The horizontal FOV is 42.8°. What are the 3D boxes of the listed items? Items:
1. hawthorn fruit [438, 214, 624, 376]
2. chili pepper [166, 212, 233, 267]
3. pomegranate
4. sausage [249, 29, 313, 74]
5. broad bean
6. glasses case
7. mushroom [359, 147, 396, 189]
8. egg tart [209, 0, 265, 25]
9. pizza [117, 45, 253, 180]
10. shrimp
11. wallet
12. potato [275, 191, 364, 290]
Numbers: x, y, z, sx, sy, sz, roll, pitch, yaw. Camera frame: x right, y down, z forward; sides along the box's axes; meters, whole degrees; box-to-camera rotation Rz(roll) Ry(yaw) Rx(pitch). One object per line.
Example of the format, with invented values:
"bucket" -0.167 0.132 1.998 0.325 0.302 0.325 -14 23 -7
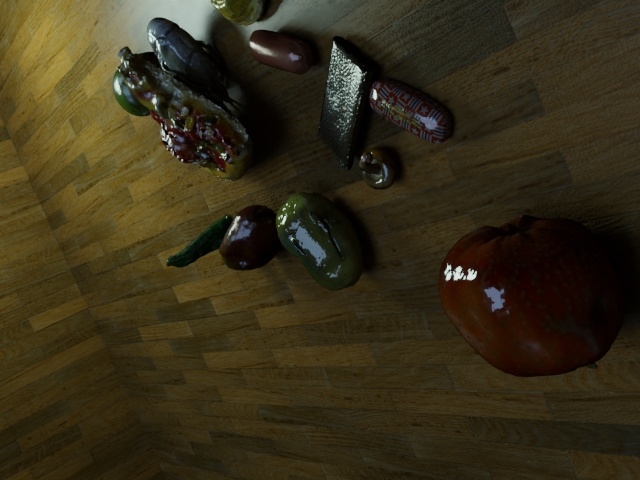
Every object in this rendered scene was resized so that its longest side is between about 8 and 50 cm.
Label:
"hawthorn fruit" 0.349 0.096 1.313 0.299 0.275 0.275 51 148 -6
"chili pepper" -0.328 0.012 2.228 0.059 0.227 0.088 8 123 52
"pomegranate" -0.445 -0.391 2.180 0.224 0.181 0.181 50 151 -18
"sausage" -0.086 -0.403 1.741 0.194 0.077 0.077 26 132 43
"broad bean" -0.175 0.004 2.073 0.122 0.156 0.228 52 140 24
"glasses case" 0.162 -0.244 1.523 0.194 0.049 0.073 36 138 36
"mushroom" 0.115 -0.149 1.626 0.129 0.073 0.088 56 -166 -74
"egg tart" -0.207 -0.581 1.775 0.232 0.098 0.252 48 148 29
"pizza" -0.347 -0.288 1.969 0.406 0.130 0.440 42 167 -14
"shrimp" -0.307 -0.405 2.005 0.343 0.116 0.145 49 144 2
"wallet" 0.050 -0.277 1.664 0.133 0.039 0.243 51 145 35
"potato" 0.000 0.000 1.834 0.248 0.143 0.169 55 153 13
